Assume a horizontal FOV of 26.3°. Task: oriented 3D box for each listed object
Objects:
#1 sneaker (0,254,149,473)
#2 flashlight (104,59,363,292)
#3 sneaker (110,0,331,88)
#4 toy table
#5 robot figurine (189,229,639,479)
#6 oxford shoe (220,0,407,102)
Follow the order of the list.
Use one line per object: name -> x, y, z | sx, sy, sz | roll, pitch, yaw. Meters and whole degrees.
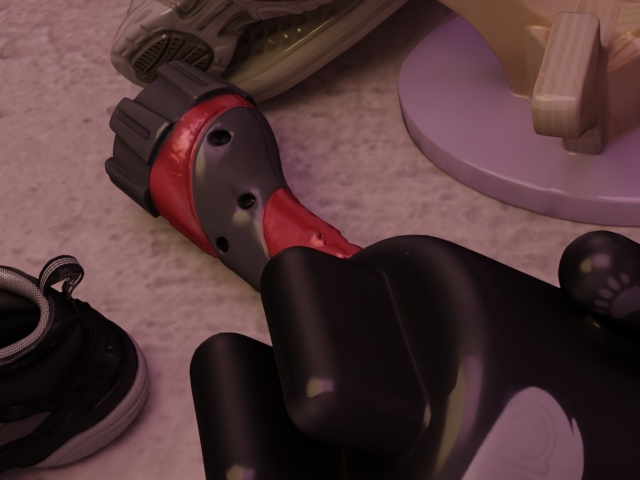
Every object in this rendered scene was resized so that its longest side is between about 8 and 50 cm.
sneaker -> -0.234, 0.097, 0.766 | 0.268, 0.153, 0.101 | -30, 55, -11
flashlight -> 0.000, 0.000, 0.827 | 0.304, 0.103, 0.103 | 34, 67, 30
sneaker -> -0.054, -0.194, 0.882 | 0.232, 0.090, 0.115 | -26, 53, 35
toy table -> 0.177, -0.128, 0.851 | 0.274, 0.161, 0.252 | 0, 55, 11
robot figurine -> 0.078, 0.098, 0.634 | 0.209, 0.278, 0.174 | -13, 60, 55
oxford shoe -> 0.081, -0.257, 0.986 | 0.449, 0.130, 0.169 | -47, 58, -5
